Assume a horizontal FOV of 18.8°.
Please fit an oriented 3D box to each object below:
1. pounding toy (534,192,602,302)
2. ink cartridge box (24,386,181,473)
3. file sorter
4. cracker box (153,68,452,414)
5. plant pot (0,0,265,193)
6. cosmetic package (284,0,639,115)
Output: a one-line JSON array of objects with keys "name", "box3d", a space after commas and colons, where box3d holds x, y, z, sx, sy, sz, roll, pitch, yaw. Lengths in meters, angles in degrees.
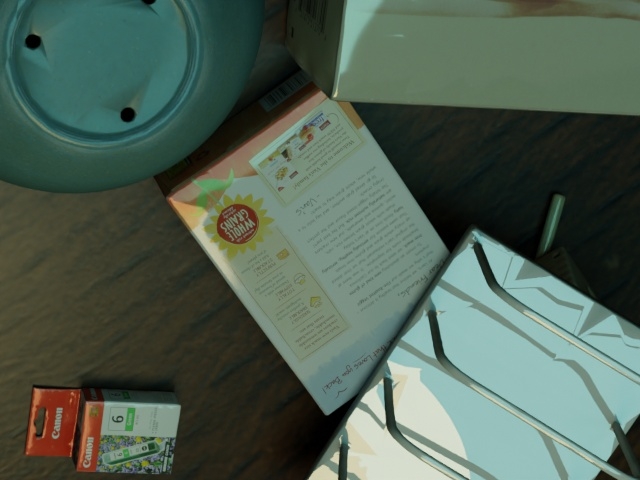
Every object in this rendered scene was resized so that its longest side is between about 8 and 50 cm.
[{"name": "pounding toy", "box3d": [0.181, 0.064, 1.574, 0.130, 0.100, 0.141, -31, 113, 13]}, {"name": "ink cartridge box", "box3d": [-0.172, 0.151, 1.531, 0.115, 0.029, 0.063, 4, 108, -17]}, {"name": "file sorter", "box3d": [0.124, 0.168, 1.447, 0.193, 0.173, 0.277, 31, 101, -7]}, {"name": "cracker box", "box3d": [0.000, 0.000, 1.505, 0.156, 0.067, 0.232, -35, 114, -1]}, {"name": "plant pot", "box3d": [-0.164, -0.152, 1.334, 0.290, 0.195, 0.290, -5, 111, -13]}, {"name": "cosmetic package", "box3d": [0.137, -0.175, 1.434, 0.296, 0.153, 0.129, 2, 110, -17]}]
